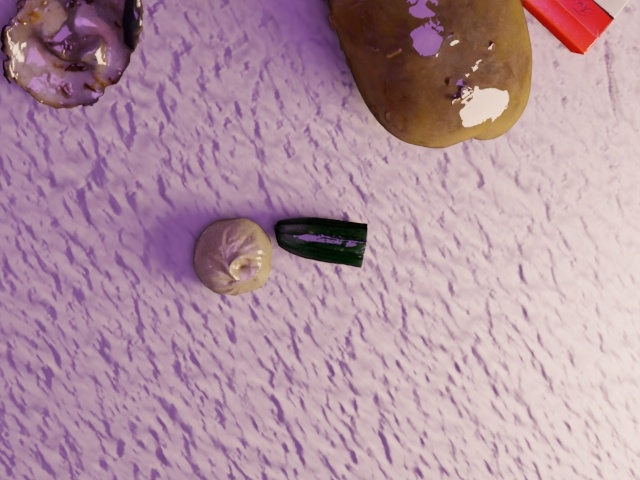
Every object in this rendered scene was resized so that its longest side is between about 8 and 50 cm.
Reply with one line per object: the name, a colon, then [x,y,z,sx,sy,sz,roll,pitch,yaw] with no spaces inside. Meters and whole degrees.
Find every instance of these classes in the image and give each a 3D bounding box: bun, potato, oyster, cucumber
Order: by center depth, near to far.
oyster: [-0.213,-0.280,1.778,0.128,0.078,0.345,19,115,-2]
potato: [0.107,-0.228,1.868,0.191,0.141,0.296,-28,103,-11]
bun: [-0.088,0.018,1.906,0.086,0.055,0.086,-3,102,-13]
cucumber: [0.000,0.000,1.929,0.105,0.048,0.048,7,99,-15]

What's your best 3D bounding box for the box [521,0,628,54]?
box: [0.284,-0.285,1.953,0.100,0.048,0.152,40,91,-16]
